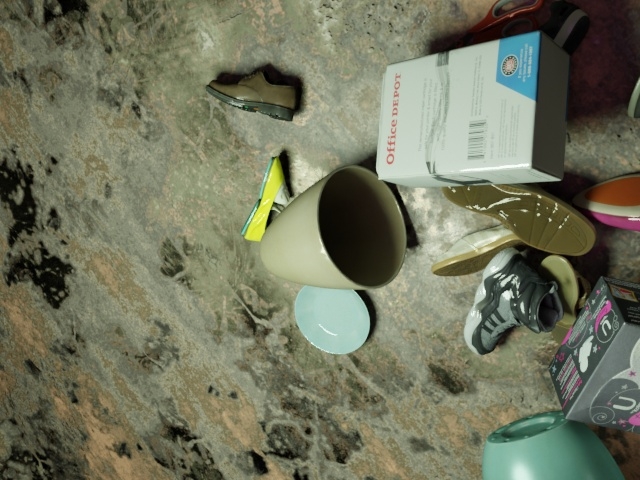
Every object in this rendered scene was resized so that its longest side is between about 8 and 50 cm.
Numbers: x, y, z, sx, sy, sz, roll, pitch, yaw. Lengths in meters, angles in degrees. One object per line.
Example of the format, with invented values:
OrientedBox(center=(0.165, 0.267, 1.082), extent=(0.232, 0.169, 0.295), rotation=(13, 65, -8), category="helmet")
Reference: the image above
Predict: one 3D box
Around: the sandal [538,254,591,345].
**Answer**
OrientedBox(center=(0.493, 0.104, 1.267), extent=(0.088, 0.079, 0.240), rotation=(26, 143, 49), category="sandal")

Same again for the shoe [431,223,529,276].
OrientedBox(center=(0.326, 0.019, 1.326), extent=(0.219, 0.076, 0.058), rotation=(-25, 52, 33), category="shoe")

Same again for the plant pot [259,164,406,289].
OrientedBox(center=(0.000, 0.000, 1.385), extent=(0.274, 0.256, 0.256), rotation=(-18, 100, 47), category="plant pot")

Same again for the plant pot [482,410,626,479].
OrientedBox(center=(0.466, 0.487, 1.301), extent=(0.293, 0.293, 0.235), rotation=(-24, 81, 31), category="plant pot")

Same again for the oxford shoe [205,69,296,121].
OrientedBox(center=(-0.150, -0.333, 1.425), extent=(0.227, 0.083, 0.096), rotation=(17, 96, 19), category="oxford shoe")

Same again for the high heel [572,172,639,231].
OrientedBox(center=(0.639, -0.013, 1.119), extent=(0.377, 0.127, 0.181), rotation=(10, 140, 45), category="high heel")

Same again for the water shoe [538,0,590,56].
OrientedBox(center=(0.399, -0.333, 1.165), extent=(0.080, 0.073, 0.203), rotation=(55, 127, 31), category="water shoe")

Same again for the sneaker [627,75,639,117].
OrientedBox(center=(0.603, -0.286, 1.051), extent=(0.118, 0.083, 0.222), rotation=(30, 124, 18), category="sneaker")

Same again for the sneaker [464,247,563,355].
OrientedBox(center=(0.383, 0.156, 1.275), extent=(0.153, 0.101, 0.268), rotation=(38, 136, 37), category="sneaker")

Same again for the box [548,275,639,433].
OrientedBox(center=(0.559, 0.216, 1.186), extent=(0.163, 0.142, 0.247), rotation=(12, 124, -3), category="box")

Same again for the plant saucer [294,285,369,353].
OrientedBox(center=(0.032, 0.176, 1.531), extent=(0.195, 0.037, 0.195), rotation=(9, 111, 24), category="plant saucer")

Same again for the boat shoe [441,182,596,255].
OrientedBox(center=(0.385, -0.074, 1.229), extent=(0.302, 0.098, 0.109), rotation=(27, 129, 21), category="boat shoe")

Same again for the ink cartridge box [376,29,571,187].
OrientedBox(center=(0.264, -0.215, 1.139), extent=(0.307, 0.129, 0.223), rotation=(1, 84, 44), category="ink cartridge box")

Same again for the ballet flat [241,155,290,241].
OrientedBox(center=(-0.115, -0.090, 1.496), extent=(0.077, 0.077, 0.231), rotation=(22, 121, -6), category="ballet flat")

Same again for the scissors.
OrientedBox(center=(0.281, -0.387, 1.216), extent=(0.297, 0.021, 0.109), rotation=(-7, 78, 42), category="scissors")
